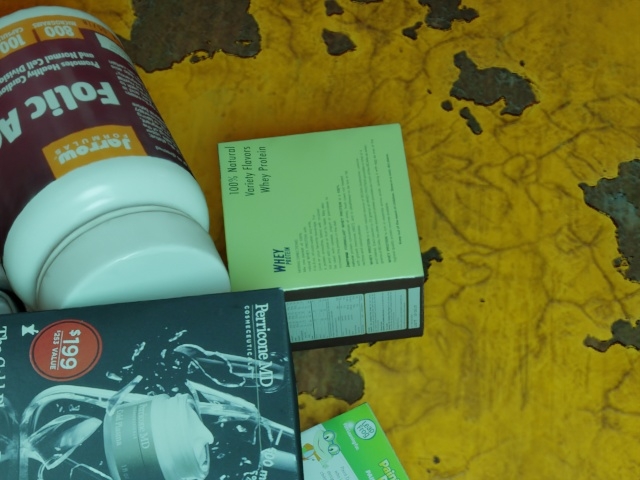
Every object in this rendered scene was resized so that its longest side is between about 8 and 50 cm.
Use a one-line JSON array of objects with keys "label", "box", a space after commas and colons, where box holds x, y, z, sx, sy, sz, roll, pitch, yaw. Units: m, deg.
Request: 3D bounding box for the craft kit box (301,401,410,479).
[{"label": "craft kit box", "box": [-0.011, 0.310, 1.599, 0.246, 0.061, 0.250, -23, 57, -9]}]

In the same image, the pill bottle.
[{"label": "pill bottle", "box": [-0.252, -0.053, 1.762, 0.224, 0.224, 0.392, -22, 50, -11]}]

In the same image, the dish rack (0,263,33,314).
[{"label": "dish rack", "box": [-0.422, 0.194, 1.731, 0.333, 0.072, 0.285, -22, 59, -10]}]

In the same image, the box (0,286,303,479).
[{"label": "box", "box": [-0.169, 0.240, 1.519, 0.312, 0.179, 0.343, -5, 55, -1]}]

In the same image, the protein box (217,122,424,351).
[{"label": "protein box", "box": [0.000, 0.000, 1.794, 0.201, 0.136, 0.200, -6, 58, -1]}]
